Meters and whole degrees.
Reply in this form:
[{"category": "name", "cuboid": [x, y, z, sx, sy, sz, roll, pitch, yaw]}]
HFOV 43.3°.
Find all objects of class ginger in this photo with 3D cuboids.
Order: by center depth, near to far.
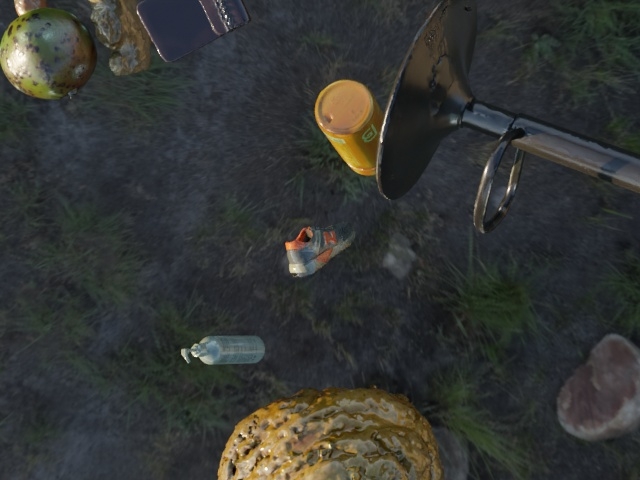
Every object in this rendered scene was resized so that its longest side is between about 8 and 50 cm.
[{"category": "ginger", "cuboid": [-0.338, -0.385, 1.337, 0.074, 0.137, 0.213, -1, 120, 11]}]

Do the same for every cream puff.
[{"category": "cream puff", "cuboid": [0.011, 0.222, 0.611, 0.183, 0.169, 0.183, -4, 131, -5]}]

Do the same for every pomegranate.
[{"category": "pomegranate", "cuboid": [-0.456, -0.330, 1.335, 0.159, 0.159, 0.205, -22, 89, 5]}]

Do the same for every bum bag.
[{"category": "bum bag", "cuboid": [-0.201, -0.361, 1.276, 0.159, 0.026, 0.109, -29, 104, -1]}]

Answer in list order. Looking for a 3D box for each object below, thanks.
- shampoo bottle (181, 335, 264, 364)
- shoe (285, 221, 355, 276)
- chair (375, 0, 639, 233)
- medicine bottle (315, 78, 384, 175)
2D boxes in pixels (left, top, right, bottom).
[{"category": "shampoo bottle", "cuboid": [-0.188, 0.206, 1.521, 0.056, 0.195, 0.056, -6, 80, 37]}, {"category": "shoe", "cuboid": [0.001, -0.001, 1.606, 0.074, 0.194, 0.077, -7, 113, 43]}, {"category": "chair", "cuboid": [0.278, -0.075, 0.759, 0.401, 0.226, 0.226, 23, 99, 20]}, {"category": "medicine bottle", "cuboid": [0.061, -0.178, 1.299, 0.096, 0.192, 0.096, -5, 73, 16]}]
